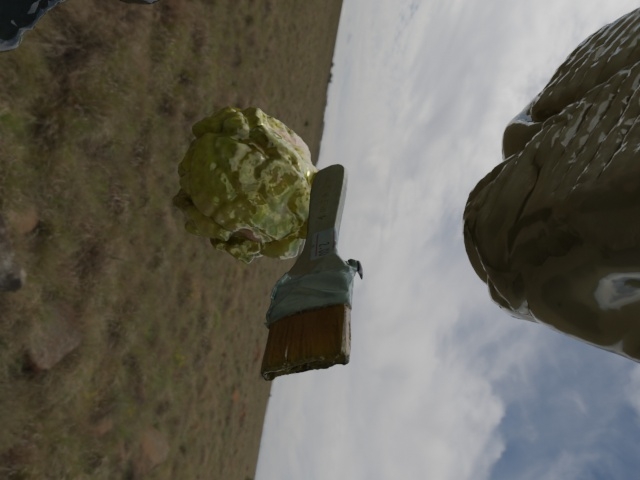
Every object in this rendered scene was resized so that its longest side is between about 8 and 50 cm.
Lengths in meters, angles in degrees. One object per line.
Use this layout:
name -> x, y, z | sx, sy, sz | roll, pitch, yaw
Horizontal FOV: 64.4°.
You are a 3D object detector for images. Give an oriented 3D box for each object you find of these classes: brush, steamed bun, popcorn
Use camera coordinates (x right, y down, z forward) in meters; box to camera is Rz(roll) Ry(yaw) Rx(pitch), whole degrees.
brush -> 0.000, 0.000, 0.511 | 0.337, 0.085, 0.020 | -83, 154, -57
steamed bun -> 0.309, -0.041, 0.370 | 0.342, 0.255, 0.367 | -50, -170, -17
popcorn -> -0.103, -0.077, 0.775 | 0.212, 0.259, 0.259 | -38, -158, 20

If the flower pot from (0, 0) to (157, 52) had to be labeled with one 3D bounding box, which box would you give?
flower pot -> -0.226, -0.257, 0.277 | 0.283, 0.299, 0.299 | 58, -21, 20
